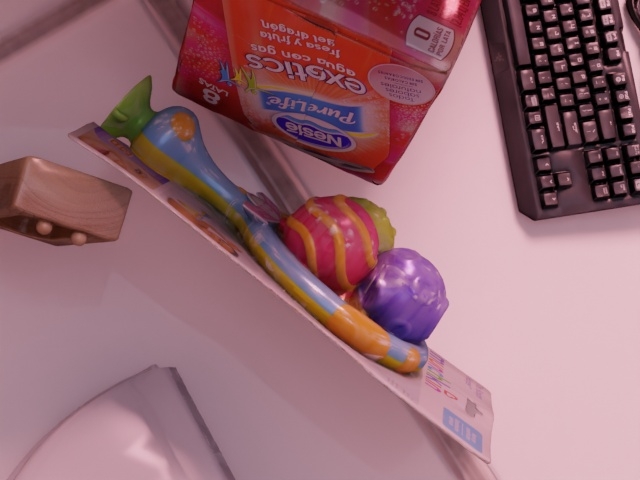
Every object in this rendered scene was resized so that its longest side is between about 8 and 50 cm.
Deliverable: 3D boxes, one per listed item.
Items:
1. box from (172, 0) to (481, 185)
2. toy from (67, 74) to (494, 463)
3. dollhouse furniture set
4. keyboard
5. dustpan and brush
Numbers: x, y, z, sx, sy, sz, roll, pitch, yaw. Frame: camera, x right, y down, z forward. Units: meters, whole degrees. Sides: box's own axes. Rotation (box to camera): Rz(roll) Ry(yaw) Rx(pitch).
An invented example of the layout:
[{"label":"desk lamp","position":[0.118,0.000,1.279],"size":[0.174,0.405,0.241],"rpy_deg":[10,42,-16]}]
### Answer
[{"label":"box","position":[0.034,-0.176,0.839],"size":[0.122,0.128,0.257],"rpy_deg":[24,65,-2]},{"label":"toy","position":[0.000,0.000,0.818],"size":[0.237,0.137,0.056],"rpy_deg":[35,101,0]},{"label":"dollhouse furniture set","position":[-0.193,0.015,0.796],"size":[0.151,0.144,0.123],"rpy_deg":[19,82,-21]},{"label":"keyboard","position":[0.145,-0.105,0.925],"size":[0.108,0.023,0.180],"rpy_deg":[-8,82,-12]},{"label":"dustpan and brush","position":[-0.136,0.168,0.816],"size":[0.211,0.060,0.147],"rpy_deg":[-24,74,-20]}]
